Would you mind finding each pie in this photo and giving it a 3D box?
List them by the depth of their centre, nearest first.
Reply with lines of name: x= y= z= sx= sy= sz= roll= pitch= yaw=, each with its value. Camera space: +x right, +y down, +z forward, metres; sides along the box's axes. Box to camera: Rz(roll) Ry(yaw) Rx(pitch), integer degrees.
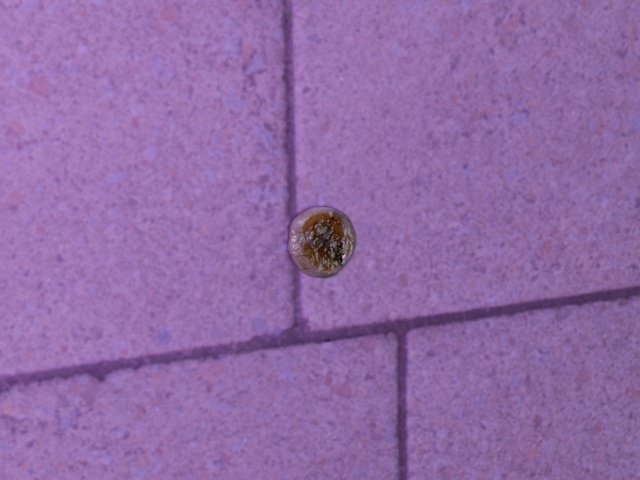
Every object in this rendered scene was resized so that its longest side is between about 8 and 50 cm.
pie: x=0.000 y=0.000 z=1.854 sx=0.085 sy=0.017 sz=0.085 roll=-5 pitch=104 yaw=-23
